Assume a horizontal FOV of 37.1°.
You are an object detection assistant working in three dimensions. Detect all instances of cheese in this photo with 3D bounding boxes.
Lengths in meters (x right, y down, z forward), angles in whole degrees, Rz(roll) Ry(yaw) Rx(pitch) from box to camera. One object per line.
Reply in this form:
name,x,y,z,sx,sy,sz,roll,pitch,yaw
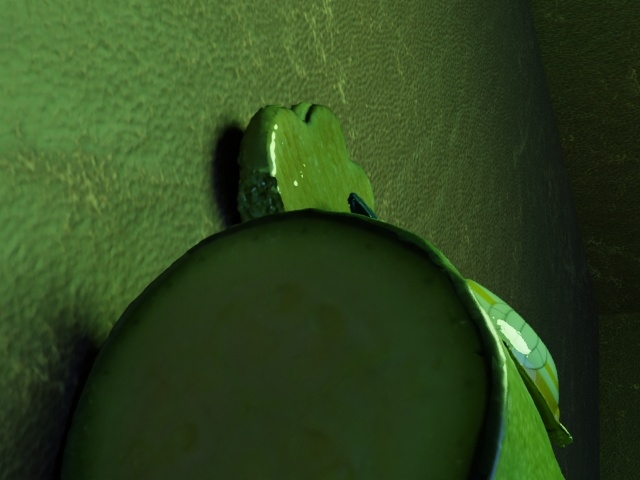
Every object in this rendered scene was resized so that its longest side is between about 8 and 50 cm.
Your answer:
cheese,0.111,0.067,0.800,0.270,0.069,0.177,48,-8,16

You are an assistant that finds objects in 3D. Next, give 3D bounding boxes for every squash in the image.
squash,0.039,0.192,0.644,0.384,0.263,0.263,57,34,-50

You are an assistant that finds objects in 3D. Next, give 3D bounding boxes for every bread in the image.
bread,0.000,0.000,0.866,0.207,0.056,0.286,-55,136,-58
